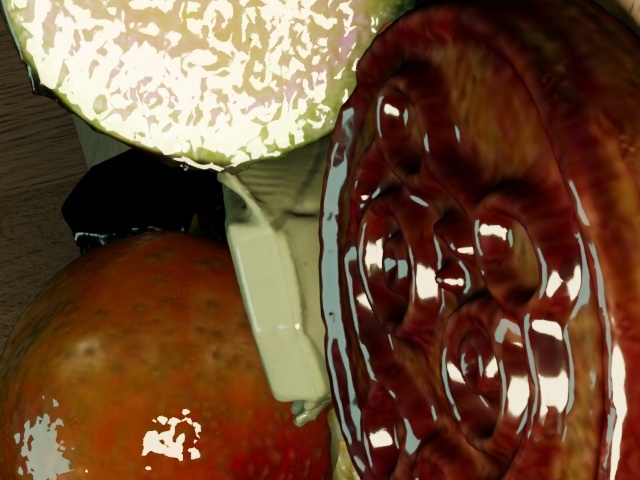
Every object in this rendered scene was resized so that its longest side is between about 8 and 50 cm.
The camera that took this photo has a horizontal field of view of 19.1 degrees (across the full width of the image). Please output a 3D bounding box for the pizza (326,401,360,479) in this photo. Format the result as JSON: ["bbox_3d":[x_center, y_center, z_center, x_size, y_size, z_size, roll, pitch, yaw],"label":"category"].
[{"bbox_3d":[0.059,0.279,1.799,0.189,0.071,0.297,-161,57,-75],"label":"pizza"}]

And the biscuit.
[{"bbox_3d":[0.098,0.048,1.118,0.407,0.091,0.407,172,90,-66],"label":"biscuit"}]

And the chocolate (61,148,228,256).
[{"bbox_3d":[-0.198,0.006,2.380,0.224,0.206,0.177,45,158,58],"label":"chocolate"}]

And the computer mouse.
[{"bbox_3d":[0.003,-0.002,1.585,0.429,0.145,0.228,-103,-5,-73],"label":"computer mouse"}]

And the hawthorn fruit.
[{"bbox_3d":[-0.155,0.159,1.977,0.403,0.403,0.403,166,90,-78],"label":"hawthorn fruit"}]

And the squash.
[{"bbox_3d":[-0.083,-0.232,1.479,0.309,0.310,0.310,-96,-5,-75],"label":"squash"}]

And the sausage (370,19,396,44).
[{"bbox_3d":[0.067,-0.081,1.351,0.194,0.077,0.077,88,163,-51],"label":"sausage"}]
